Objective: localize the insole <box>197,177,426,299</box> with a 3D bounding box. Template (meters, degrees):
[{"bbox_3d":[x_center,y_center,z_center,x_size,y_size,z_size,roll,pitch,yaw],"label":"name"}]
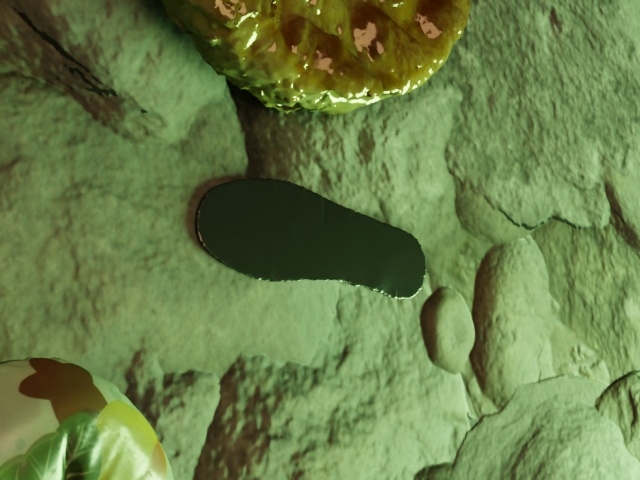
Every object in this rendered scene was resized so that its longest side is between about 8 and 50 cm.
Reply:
[{"bbox_3d":[0.000,0.000,0.945,0.232,0.003,0.080,13,72,-40],"label":"insole"}]

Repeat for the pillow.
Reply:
[{"bbox_3d":[-0.177,0.181,0.704,0.233,0.086,0.214,-35,115,-43],"label":"pillow"}]

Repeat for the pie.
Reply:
[{"bbox_3d":[-0.005,-0.251,0.948,0.339,0.083,0.339,13,70,-38],"label":"pie"}]
